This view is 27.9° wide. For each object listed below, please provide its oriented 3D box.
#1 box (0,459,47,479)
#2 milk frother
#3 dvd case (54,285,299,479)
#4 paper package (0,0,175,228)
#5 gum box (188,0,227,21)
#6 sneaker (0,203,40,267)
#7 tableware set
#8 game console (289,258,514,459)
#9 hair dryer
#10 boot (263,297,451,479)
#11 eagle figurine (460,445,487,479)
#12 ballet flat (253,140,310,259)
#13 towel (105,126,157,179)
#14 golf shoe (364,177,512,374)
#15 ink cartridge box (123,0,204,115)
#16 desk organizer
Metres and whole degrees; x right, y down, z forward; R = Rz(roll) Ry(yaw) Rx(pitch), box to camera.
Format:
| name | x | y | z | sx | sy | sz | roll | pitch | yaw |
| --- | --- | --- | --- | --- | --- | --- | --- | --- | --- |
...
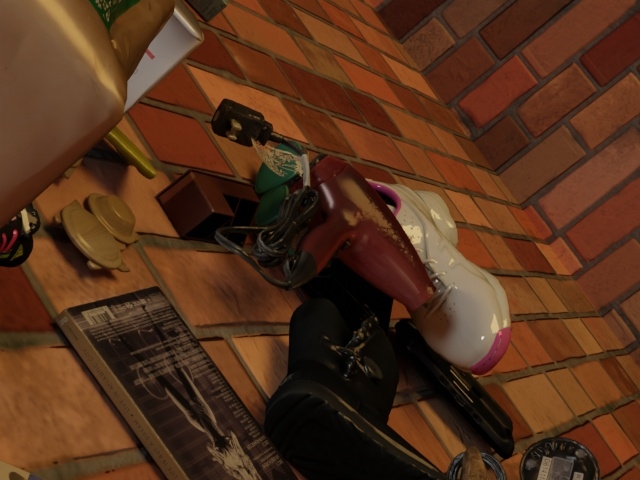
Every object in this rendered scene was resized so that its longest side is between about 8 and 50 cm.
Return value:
| name | x | y | z | sx | sy | sz | roll | pitch | yaw |
| --- | --- | --- | --- | --- | --- | --- | --- | --- | --- |
| box | -0.181 | 0.154 | 0.698 | 0.136 | 0.028 | 0.081 | 39 | 21 | -42 |
| milk frother | 0.214 | 0.280 | 1.383 | 0.143 | 0.129 | 0.135 | 28 | -32 | 24 |
| dvd case | -0.098 | 0.134 | 0.981 | 0.221 | 0.018 | 0.164 | 53 | 15 | 7 |
| paper package | -0.273 | -0.100 | 0.495 | 0.325 | 0.309 | 0.168 | 47 | 17 | -17 |
| gum box | -0.205 | -0.407 | 1.814 | 0.184 | 0.041 | 0.157 | 45 | 17 | -22 |
| sneaker | -0.223 | -0.004 | 0.856 | 0.074 | 0.063 | 0.170 | 37 | 16 | -24 |
| tableware set | -0.207 | -0.041 | 1.061 | 0.169 | 0.020 | 0.141 | 49 | 16 | -2 |
| game console | 0.104 | 0.121 | 1.507 | 0.361 | 0.044 | 0.213 | 47 | 17 | -8 |
| hair dryer | 0.000 | 0.000 | 1.293 | 0.293 | 0.080 | 0.224 | 24 | 43 | -33 |
| boot | 0.059 | 0.173 | 1.175 | 0.246 | 0.094 | 0.207 | 42 | 21 | -9 |
| eagle figurine | 0.122 | 0.341 | 0.913 | 0.226 | 0.225 | 0.298 | -31 | 118 | -35 |
| ballet flat | -0.037 | -0.041 | 1.449 | 0.067 | 0.073 | 0.206 | 58 | 20 | -24 |
| towel | -0.240 | -0.142 | 1.141 | 0.237 | 0.021 | 0.102 | 45 | 1 | -22 |
| golf shoe | 0.111 | 0.036 | 1.478 | 0.140 | 0.115 | 0.306 | 24 | 22 | -35 |
| ink cartridge box | -0.212 | -0.221 | 1.133 | 0.207 | 0.119 | 0.353 | 47 | 4 | -14 |
| desk organizer | -0.102 | -0.030 | 1.272 | 0.050 | 0.047 | 0.130 | 59 | 18 | 17 |
